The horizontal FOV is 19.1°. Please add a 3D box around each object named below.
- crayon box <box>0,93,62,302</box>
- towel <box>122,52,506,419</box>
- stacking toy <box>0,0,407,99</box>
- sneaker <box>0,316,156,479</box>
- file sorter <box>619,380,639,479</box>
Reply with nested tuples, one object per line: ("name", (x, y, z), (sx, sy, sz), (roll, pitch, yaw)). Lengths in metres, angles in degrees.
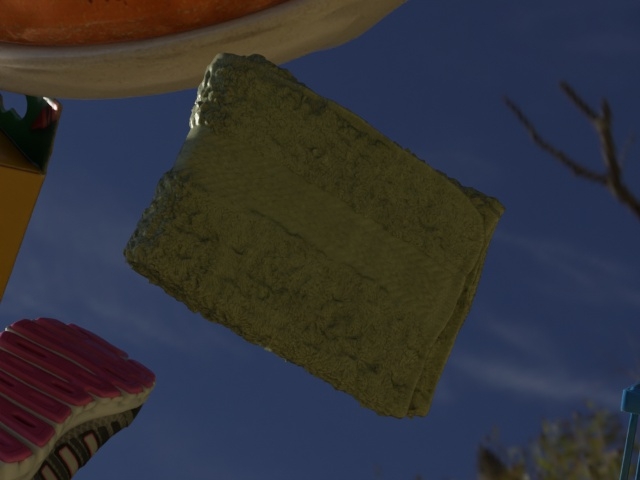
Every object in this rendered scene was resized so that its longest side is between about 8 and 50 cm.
("crayon box", (-0.308, 0.000, 1.443), (0.081, 0.202, 0.318), (12, -73, -33))
("towel", (0.000, 0.000, 0.775), (0.148, 0.110, 0.027), (30, -17, -19))
("stacking toy", (-0.112, -0.343, 0.950), (0.351, 0.350, 0.480), (-13, -56, 3))
("sneaker", (-0.123, 0.085, 0.770), (0.063, 0.170, 0.074), (28, -70, 8))
("file sorter", (0.223, 0.126, 0.973), (0.118, 0.170, 0.104), (10, -84, 21))
